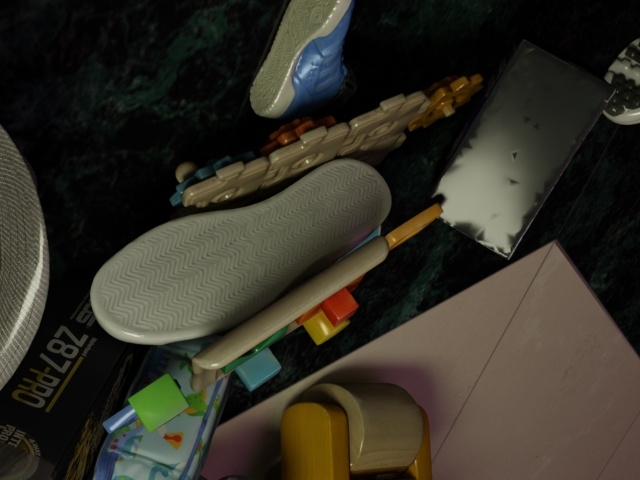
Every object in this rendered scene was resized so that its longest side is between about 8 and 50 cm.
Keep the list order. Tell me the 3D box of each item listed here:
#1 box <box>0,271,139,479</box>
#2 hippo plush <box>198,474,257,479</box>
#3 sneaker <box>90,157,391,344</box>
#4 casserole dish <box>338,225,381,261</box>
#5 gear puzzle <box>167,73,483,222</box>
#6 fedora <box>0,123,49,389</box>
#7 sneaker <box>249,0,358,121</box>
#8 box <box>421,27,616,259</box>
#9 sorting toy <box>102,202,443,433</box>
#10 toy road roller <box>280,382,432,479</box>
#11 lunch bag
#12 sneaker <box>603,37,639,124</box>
[{"bbox_3d":[-0.276,0.262,0.928,0.318,0.097,0.395,-67,180,-67],"label":"box"},{"bbox_3d":[-0.139,0.353,1.142,0.234,0.294,0.236,33,71,-67],"label":"hippo plush"},{"bbox_3d":[-0.081,0.038,1.002,0.292,0.108,0.169,-23,166,-30],"label":"sneaker"},{"bbox_3d":[0.000,0.000,1.173,0.188,0.037,0.114,-31,141,-25],"label":"casserole dish"},{"bbox_3d":[0.010,-0.095,1.022,0.339,0.044,0.175,-24,169,-19],"label":"gear puzzle"},{"bbox_3d":[-0.280,0.005,0.758,0.275,0.244,0.124,-54,174,14],"label":"fedora"},{"bbox_3d":[0.005,-0.171,0.998,0.085,0.058,0.152,8,120,-44],"label":"sneaker"},{"bbox_3d":[0.195,-0.108,1.116,0.184,0.103,0.261,-63,178,15],"label":"box"},{"bbox_3d":[-0.024,0.076,0.943,0.348,0.047,0.196,-33,175,-14],"label":"sorting toy"},{"bbox_3d":[-0.004,0.344,1.395,0.202,0.241,0.329,10,78,-50],"label":"toy road roller"},{"bbox_3d":[-0.152,0.204,1.062,0.176,0.090,0.219,103,4,-49],"label":"lunch bag"},{"bbox_3d":[0.469,-0.221,1.416,0.292,0.110,0.118,-34,151,-19],"label":"sneaker"}]
